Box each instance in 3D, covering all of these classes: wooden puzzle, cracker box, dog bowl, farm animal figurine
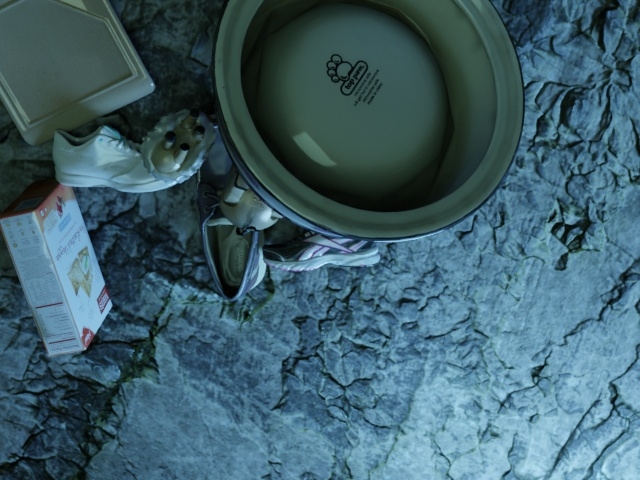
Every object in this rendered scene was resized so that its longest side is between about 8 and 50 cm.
[{"bbox_3d":[-0.386,-0.279,1.571,0.221,0.044,0.238,-23,113,14],"label":"wooden puzzle"},{"bbox_3d":[-0.397,0.037,1.636,0.067,0.155,0.232,-10,111,9],"label":"cracker box"},{"bbox_3d":[0.046,-0.183,1.380,0.408,0.150,0.407,4,78,-17],"label":"dog bowl"},{"bbox_3d":[-0.044,-0.142,1.514,0.330,0.172,0.326,35,70,-9],"label":"farm animal figurine"}]

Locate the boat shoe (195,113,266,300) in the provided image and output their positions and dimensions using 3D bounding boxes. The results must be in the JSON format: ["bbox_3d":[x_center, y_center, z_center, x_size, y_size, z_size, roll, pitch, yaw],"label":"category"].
[{"bbox_3d":[-0.135,-0.044,1.610,0.103,0.092,0.285,-1,112,6],"label":"boat shoe"}]

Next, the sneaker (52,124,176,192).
[{"bbox_3d":[-0.296,-0.128,1.596,0.212,0.080,0.094,1,119,7],"label":"sneaker"}]

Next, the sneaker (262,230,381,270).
[{"bbox_3d":[0.000,0.000,1.638,0.178,0.072,0.077,-4,100,-1],"label":"sneaker"}]
